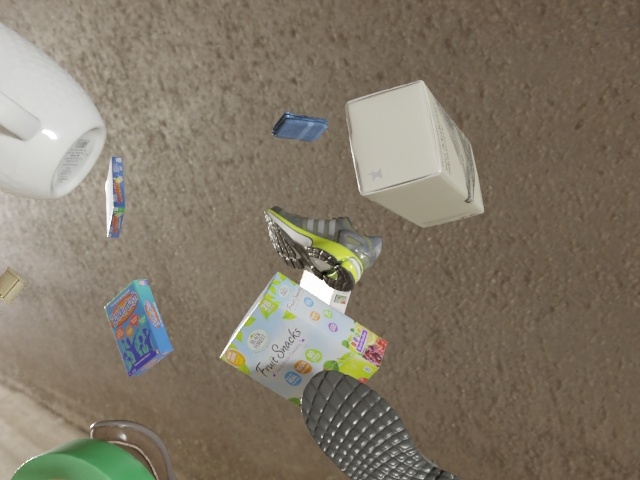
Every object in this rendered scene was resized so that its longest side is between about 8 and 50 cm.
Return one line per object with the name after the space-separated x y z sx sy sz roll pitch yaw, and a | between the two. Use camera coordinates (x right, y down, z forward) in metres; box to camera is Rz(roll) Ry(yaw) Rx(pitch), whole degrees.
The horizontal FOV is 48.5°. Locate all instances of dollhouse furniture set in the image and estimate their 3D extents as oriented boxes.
-0.674 0.092 1.311 0.161 0.182 0.101 29 164 29 | dollhouse furniture set

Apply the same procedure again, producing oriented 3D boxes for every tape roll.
-0.387 0.495 1.178 0.321 0.077 0.322 3 97 25 | tape roll

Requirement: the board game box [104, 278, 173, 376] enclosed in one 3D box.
-0.483 0.231 1.880 0.160 0.047 0.210 -38 68 34 | board game box

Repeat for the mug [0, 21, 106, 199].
-0.575 -0.236 1.251 0.328 0.276 0.374 33 174 0 | mug

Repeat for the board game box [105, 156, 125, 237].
-0.602 -0.127 2.083 0.136 0.035 0.201 117 148 -44 | board game box

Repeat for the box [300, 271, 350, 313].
0.010 0.089 1.490 0.207 0.036 0.114 -139 64 -68 | box

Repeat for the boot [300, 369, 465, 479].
0.091 0.350 1.057 0.338 0.118 0.223 43 157 11 | boot

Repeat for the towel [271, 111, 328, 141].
-0.044 -0.244 1.535 0.067 0.119 0.029 -42 61 40 | towel

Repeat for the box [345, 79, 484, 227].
0.125 -0.093 0.870 0.094 0.275 0.113 -13 80 20 | box

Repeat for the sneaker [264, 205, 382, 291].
0.000 0.000 1.401 0.300 0.121 0.111 31 142 42 | sneaker

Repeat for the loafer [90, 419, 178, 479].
-0.380 0.521 1.503 0.133 0.130 0.366 -11 125 16 | loafer

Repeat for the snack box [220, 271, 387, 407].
-0.029 0.173 1.123 0.207 0.070 0.174 33 127 -3 | snack box
